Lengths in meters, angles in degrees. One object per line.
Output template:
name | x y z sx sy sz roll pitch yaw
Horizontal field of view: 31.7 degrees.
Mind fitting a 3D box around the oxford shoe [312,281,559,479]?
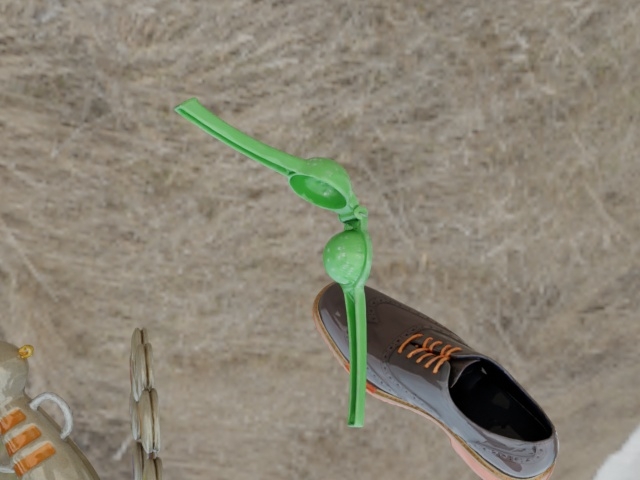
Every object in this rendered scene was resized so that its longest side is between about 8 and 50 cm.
oxford shoe | 0.105 0.110 1.018 0.271 0.097 0.098 35 154 20

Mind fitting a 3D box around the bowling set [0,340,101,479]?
bowling set | -0.286 0.172 0.653 0.287 0.154 0.200 -35 175 23

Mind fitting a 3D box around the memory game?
memory game | -0.108 0.146 0.697 0.012 0.186 0.186 -3 158 -12

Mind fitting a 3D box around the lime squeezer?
lime squeezer | 0.000 0.000 0.953 0.059 0.110 0.310 -18 103 43
